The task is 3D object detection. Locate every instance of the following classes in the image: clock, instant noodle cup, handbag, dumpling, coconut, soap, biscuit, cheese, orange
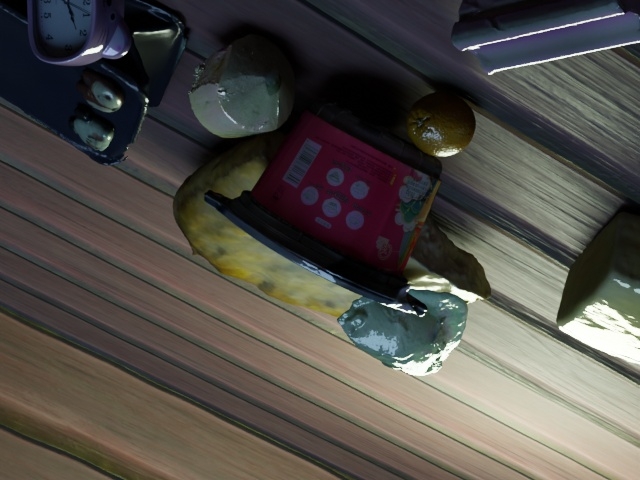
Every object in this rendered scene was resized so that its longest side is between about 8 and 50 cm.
[{"bbox_3d":[-0.273,-0.271,1.568,0.110,0.153,0.050,4,-168,18],"label":"clock"},{"bbox_3d":[0.032,-0.057,1.681,0.302,0.182,0.258,27,-173,-13],"label":"instant noodle cup"},{"bbox_3d":[-0.355,-0.243,1.765,0.329,0.122,0.303,26,160,-7],"label":"handbag"},{"bbox_3d":[0.130,0.130,1.968,0.149,0.105,0.216,-3,151,41],"label":"dumpling"},{"bbox_3d":[-0.089,-0.181,1.654,0.116,0.116,0.122,32,157,-26],"label":"coconut"},{"bbox_3d":[0.217,-0.224,1.237,0.065,0.122,0.203,33,158,-32],"label":"soap"},{"bbox_3d":[0.000,-0.001,2.031,0.429,0.104,0.446,26,157,-21],"label":"biscuit"},{"bbox_3d":[0.460,0.088,1.779,0.265,0.124,0.242,21,156,1],"label":"cheese"},{"bbox_3d":[0.138,-0.134,1.604,0.085,0.085,0.085,19,159,7],"label":"orange"}]
